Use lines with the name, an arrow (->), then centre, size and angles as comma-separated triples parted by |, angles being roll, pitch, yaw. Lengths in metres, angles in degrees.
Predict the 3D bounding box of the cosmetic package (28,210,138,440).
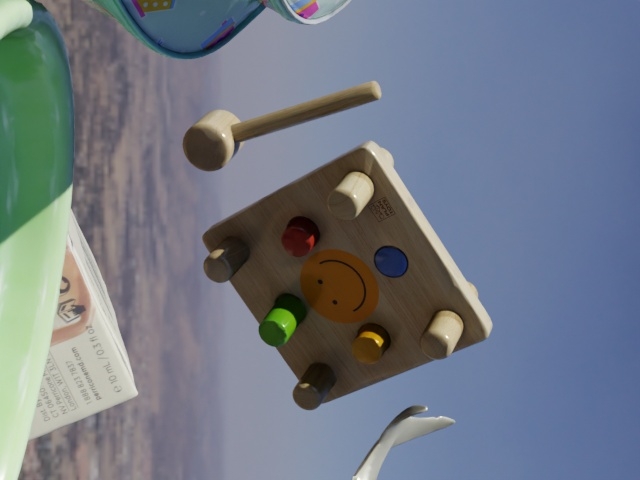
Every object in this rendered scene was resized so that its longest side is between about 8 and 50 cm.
cosmetic package -> -0.287, 0.073, 0.708 | 0.153, 0.296, 0.129 | -126, -164, -55

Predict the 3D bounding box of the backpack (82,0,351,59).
backpack -> -0.037, -0.166, 0.437 | 0.144, 0.188, 0.166 | 43, -10, 24

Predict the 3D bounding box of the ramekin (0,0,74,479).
ramekin -> -0.207, 0.042, 0.427 | 0.303, 0.148, 0.303 | -169, -90, -87

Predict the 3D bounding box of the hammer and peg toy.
hammer and peg toy -> 0.000, 0.000, 1.209 | 0.361, 0.266, 0.127 | 57, 33, -11

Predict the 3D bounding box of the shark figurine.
shark figurine -> 0.058, 0.281, 0.945 | 0.116, 0.166, 0.278 | 44, 30, -37
